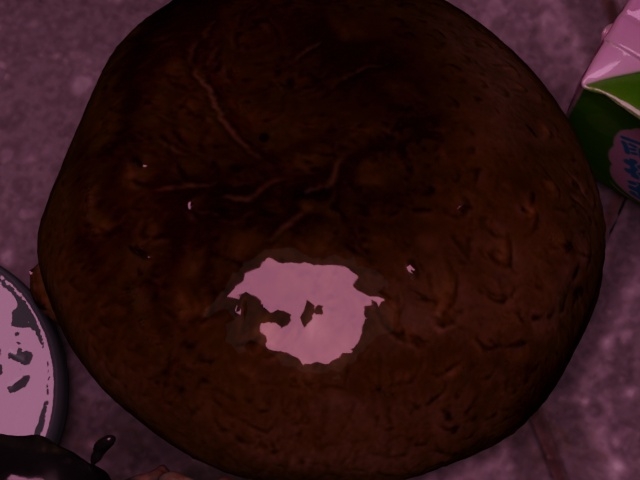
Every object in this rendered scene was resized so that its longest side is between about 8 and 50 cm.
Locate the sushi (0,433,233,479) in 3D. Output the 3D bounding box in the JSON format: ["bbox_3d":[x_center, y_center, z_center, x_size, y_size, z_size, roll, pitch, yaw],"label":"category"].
[{"bbox_3d":[-0.068,0.167,1.043,0.373,0.296,0.100,13,66,3],"label":"sushi"}]

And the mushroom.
[{"bbox_3d":[0.003,-0.015,1.095,0.345,0.239,0.345,-2,71,6],"label":"mushroom"}]

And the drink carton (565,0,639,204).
[{"bbox_3d":[0.281,-0.047,1.150,0.271,0.161,0.108,31,79,5],"label":"drink carton"}]

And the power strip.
[{"bbox_3d":[-0.222,0.106,1.180,0.137,0.044,0.216,-3,76,0],"label":"power strip"}]
